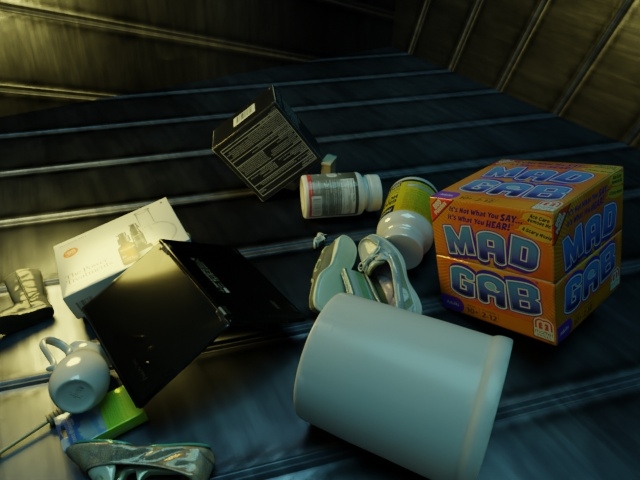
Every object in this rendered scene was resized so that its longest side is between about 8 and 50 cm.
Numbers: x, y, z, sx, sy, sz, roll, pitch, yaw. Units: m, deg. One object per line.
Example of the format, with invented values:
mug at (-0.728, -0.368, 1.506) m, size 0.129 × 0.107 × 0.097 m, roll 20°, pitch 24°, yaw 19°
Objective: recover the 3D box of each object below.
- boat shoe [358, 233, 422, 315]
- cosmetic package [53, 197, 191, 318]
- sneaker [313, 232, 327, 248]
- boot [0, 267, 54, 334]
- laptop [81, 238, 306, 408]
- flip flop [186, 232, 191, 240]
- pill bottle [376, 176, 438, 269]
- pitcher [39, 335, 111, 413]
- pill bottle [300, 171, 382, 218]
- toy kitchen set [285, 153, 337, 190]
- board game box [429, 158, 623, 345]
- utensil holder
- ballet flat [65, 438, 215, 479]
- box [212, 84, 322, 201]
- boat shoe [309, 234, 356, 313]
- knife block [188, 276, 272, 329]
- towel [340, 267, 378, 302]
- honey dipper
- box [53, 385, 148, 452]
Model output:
boat shoe at (0.186, 0.108, 1.459) m, size 0.103 × 0.118 × 0.321 m, roll 14°, pitch 44°, yaw -42°
cosmetic package at (-0.595, 0.039, 1.523) m, size 0.377 × 0.098 × 0.284 m, roll -27°, pitch 39°, yaw -16°
sneaker at (0.000, 0.000, 1.720) m, size 0.036 × 0.032 × 0.083 m, roll 11°, pitch 39°, yaw 13°
boot at (-0.883, 0.167, 1.443) m, size 0.189 × 0.076 × 0.208 m, roll -13°, pitch 44°, yaw -40°
laptop at (-0.332, 0.191, 1.318) m, size 0.407 × 0.237 × 0.382 m, roll 7°, pitch 25°, yaw -48°
flip flop at (-0.573, -0.040, 1.718) m, size 0.276 × 0.080 × 0.112 m, roll 14°, pitch 39°, yaw 16°
pill bottle at (0.292, -0.058, 1.676) m, size 0.187 × 0.188 × 0.334 m, roll 10°, pitch 38°, yaw 12°
pitcher at (-0.578, 0.300, 1.162) m, size 0.177 × 0.126 × 0.207 m, roll 29°, pitch 4°, yaw -22°
pill bottle at (0.073, -0.168, 1.837) m, size 0.283 × 0.161 × 0.161 m, roll -4°, pitch 38°, yaw -8°
toy kitchen set at (-0.031, -0.283, 1.979) m, size 0.207 × 0.166 × 0.122 m, roll 16°, pitch 40°, yaw 18°
board game box at (0.571, 0.004, 1.389) m, size 0.356 × 0.357 × 0.356 m, roll -27°, pitch 26°, yaw -32°
utensil holder at (0.179, 0.313, 1.087) m, size 0.385 × 0.328 × 0.328 m, roll 15°, pitch 39°, yaw 22°
ballet flat at (-0.382, 0.475, 1.034) m, size 0.315 × 0.108 × 0.106 m, roll 0°, pitch 47°, yaw 0°
box at (-0.201, -0.360, 1.887) m, size 0.296 × 0.294 × 0.183 m, roll -33°, pitch 34°, yaw 14°
boat shoe at (0.027, 0.111, 1.528) m, size 0.109 × 0.091 × 0.305 m, roll 43°, pitch 43°, yaw -19°
knife block at (-0.262, 0.179, 1.432) m, size 0.275 × 0.088 × 0.242 m, roll -13°, pitch 39°, yaw -18°
towel at (0.134, 0.143, 1.491) m, size 0.151 × 0.023 × 0.113 m, roll 19°, pitch 36°, yaw -29°
honey dipper at (-0.659, 0.438, 1.133) m, size 0.030 × 0.031 × 0.160 m, roll 31°, pitch 50°, yaw 33°
box at (-0.506, 0.413, 1.155) m, size 0.178 × 0.043 × 0.109 m, roll -23°, pitch 42°, yaw -27°
